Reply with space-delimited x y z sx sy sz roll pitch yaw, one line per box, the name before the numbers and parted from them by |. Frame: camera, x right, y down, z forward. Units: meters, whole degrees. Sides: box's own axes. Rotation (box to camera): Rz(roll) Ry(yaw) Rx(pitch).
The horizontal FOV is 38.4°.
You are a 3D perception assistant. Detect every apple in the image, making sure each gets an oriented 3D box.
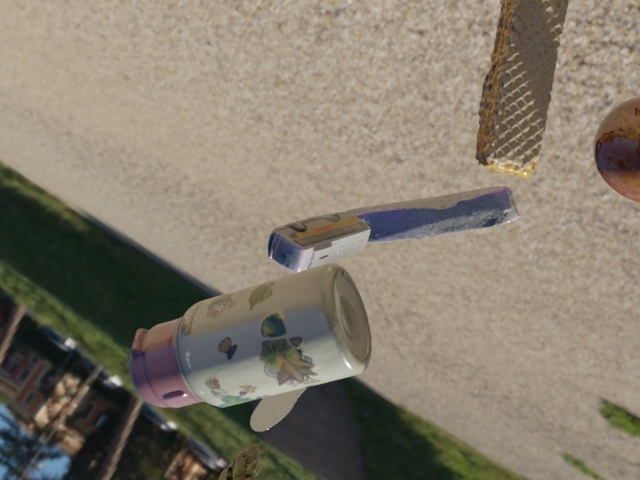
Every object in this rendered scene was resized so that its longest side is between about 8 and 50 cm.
apple | 0.599 -0.162 1.679 0.188 0.188 0.174 44 -171 -46

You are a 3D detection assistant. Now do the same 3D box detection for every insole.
insole | -0.060 0.284 1.727 0.065 0.197 0.004 26 150 39

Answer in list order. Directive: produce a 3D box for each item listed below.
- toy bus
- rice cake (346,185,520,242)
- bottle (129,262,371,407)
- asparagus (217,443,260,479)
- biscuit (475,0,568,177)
toy bus | 0.000 0.000 1.404 0.072 0.057 0.172 36 -146 29
rice cake | 0.190 -0.045 1.725 0.399 0.064 0.070 -8 107 38
bottle | -0.081 0.111 0.965 0.253 0.120 0.120 -17 146 20
asparagus | -0.184 0.522 1.927 0.080 0.080 0.287 34 -148 -2
biscuit | 0.295 -0.281 1.311 0.094 0.379 0.054 13 176 -22
